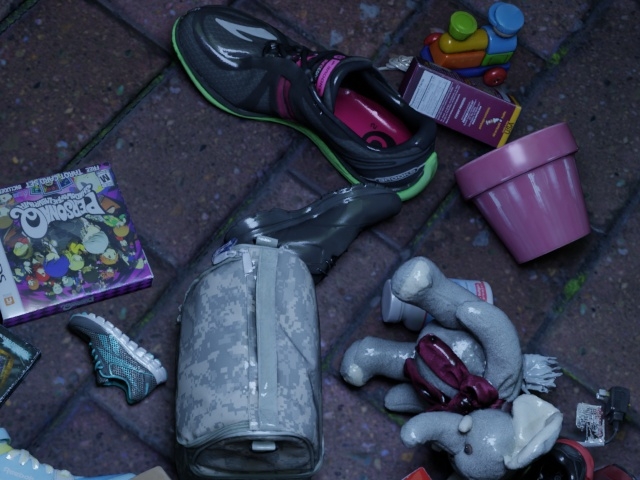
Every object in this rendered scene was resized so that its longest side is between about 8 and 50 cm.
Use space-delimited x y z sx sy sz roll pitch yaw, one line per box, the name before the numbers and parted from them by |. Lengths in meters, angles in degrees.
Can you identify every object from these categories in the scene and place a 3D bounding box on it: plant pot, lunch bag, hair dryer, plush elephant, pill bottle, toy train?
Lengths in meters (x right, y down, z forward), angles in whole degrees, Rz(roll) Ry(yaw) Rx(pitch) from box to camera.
plant pot | 0.339 -0.069 2.068 0.201 0.201 0.180 -23 86 -23
lunch bag | -0.093 0.178 1.786 0.212 0.256 0.305 4 62 -12
hair dryer | 0.358 0.356 1.921 0.223 0.080 0.294 -3 61 12
plush elephant | 0.199 0.232 1.817 0.330 0.272 0.255 21 45 -17
pill bottle | 0.179 0.099 1.989 0.160 0.087 0.087 5 62 -11
toy train | 0.218 -0.332 2.192 0.248 0.143 0.105 -8 65 -18

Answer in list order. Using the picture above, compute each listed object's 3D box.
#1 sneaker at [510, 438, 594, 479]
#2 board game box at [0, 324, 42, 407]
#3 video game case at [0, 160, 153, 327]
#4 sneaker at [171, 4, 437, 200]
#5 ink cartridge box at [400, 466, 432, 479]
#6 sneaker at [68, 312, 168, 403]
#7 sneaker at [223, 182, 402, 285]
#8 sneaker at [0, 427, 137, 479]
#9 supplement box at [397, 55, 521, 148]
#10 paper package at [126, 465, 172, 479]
sneaker | 0.297 0.402 1.800 0.097 0.135 0.276 17 80 27
board game box | -0.508 0.157 1.828 0.186 0.026 0.126 33 60 5
video game case | -0.392 0.003 1.928 0.232 0.042 0.210 -15 69 -21
sneaker | -0.011 -0.255 2.062 0.482 0.202 0.185 30 60 3
ink cartridge box | 0.083 0.506 1.718 0.309 0.130 0.272 -32 75 -21
sneaker | -0.303 0.170 1.853 0.166 0.065 0.076 36 65 8
sneaker | 0.000 0.000 2.001 0.286 0.109 0.130 -19 75 -12
sneaker | -0.398 0.303 1.723 0.319 0.127 0.208 -9 67 -19
supplement box | 0.227 -0.230 2.145 0.188 0.104 0.081 22 105 -6
paper package | -0.232 0.483 1.553 0.309 0.168 0.325 -21 49 -35
